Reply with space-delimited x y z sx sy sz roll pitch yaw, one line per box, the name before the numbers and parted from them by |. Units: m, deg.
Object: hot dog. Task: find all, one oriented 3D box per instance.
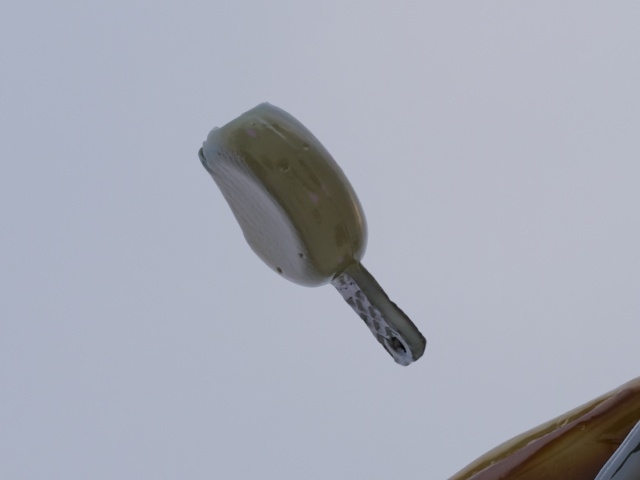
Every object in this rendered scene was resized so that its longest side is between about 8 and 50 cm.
hot dog | 0.148 0.161 1.030 0.249 0.068 0.100 -31 -102 14

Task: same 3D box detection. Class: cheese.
cheese | -0.003 0.000 0.960 0.047 0.092 0.171 -39 -72 -21

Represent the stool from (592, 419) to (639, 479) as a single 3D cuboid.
stool | 0.189 0.134 0.868 0.096 0.096 0.110 28 -71 -28
